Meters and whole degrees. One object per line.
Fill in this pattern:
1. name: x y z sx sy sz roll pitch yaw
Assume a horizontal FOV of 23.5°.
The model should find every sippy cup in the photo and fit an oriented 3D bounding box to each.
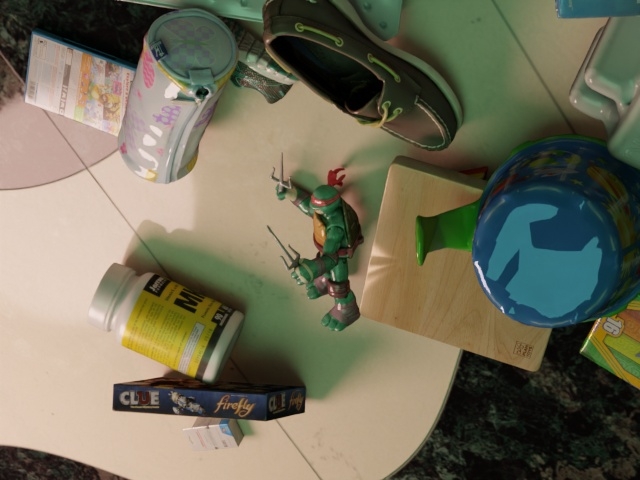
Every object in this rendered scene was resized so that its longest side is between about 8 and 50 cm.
1. sippy cup: 0.277 0.001 1.791 0.305 0.224 0.240 -36 88 19

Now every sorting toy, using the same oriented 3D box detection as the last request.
1. sorting toy: 0.202 0.015 2.032 0.255 0.089 0.257 17 128 9

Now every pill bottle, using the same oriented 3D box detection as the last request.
1. pill bottle: -0.227 0.118 2.246 0.208 0.119 0.119 24 128 3

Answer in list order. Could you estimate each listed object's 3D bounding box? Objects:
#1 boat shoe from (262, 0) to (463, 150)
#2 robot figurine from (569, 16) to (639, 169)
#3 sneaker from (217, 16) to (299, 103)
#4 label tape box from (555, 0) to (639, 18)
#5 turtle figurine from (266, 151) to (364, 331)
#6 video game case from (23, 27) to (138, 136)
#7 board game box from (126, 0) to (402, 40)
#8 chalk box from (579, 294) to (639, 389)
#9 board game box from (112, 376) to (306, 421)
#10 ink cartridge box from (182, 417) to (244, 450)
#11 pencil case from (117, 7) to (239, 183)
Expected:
1. boat shoe: 0.052 -0.196 1.884 0.116 0.097 0.324 -20 135 39
2. robot figurine: 0.467 -0.140 1.754 0.353 0.200 0.300 26 169 3
3. sneaker: -0.107 -0.233 1.997 0.166 0.065 0.076 32 133 0
4. label tape box: 0.418 -0.371 1.645 0.333 0.106 0.241 0 115 9
5. turtle figurine: 0.000 0.000 2.067 0.118 0.175 0.234 -9 129 5
6. video game case: -0.326 -0.214 2.120 0.166 0.015 0.119 21 127 6
7. board game box: -0.077 -0.445 1.816 0.389 0.050 0.390 10 126 6
8. chalk box: 0.465 0.125 1.951 0.213 0.132 0.132 31 126 16
9. board game box: -0.163 0.234 2.278 0.243 0.165 0.042 2 89 19
10. ink cartridge box: -0.168 0.301 2.407 0.083 0.028 0.048 -9 119 25
11. pencil case: -0.185 -0.180 1.978 0.124 0.113 0.273 62 153 16
